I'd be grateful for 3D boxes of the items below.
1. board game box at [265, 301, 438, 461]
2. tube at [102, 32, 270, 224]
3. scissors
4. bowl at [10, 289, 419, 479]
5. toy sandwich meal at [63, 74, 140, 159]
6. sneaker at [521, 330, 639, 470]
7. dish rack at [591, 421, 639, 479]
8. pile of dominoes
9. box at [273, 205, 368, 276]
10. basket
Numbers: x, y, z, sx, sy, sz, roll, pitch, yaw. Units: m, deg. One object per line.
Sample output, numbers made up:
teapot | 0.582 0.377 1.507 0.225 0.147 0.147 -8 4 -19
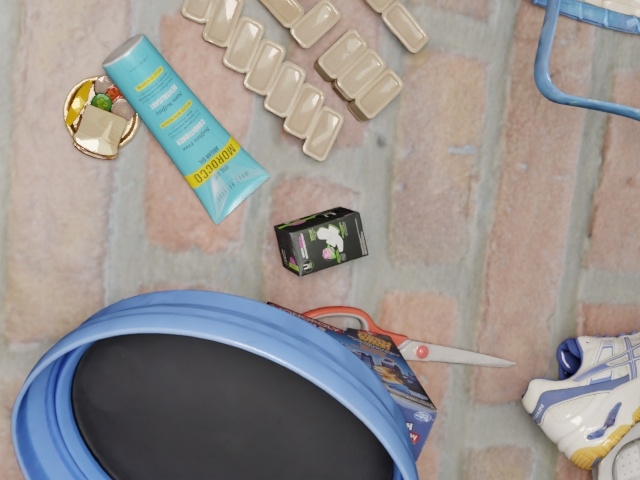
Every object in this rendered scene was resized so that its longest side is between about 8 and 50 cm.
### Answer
board game box | 0.019 0.135 0.927 0.194 0.194 0.060 21 100 0
tube | -0.140 -0.116 0.913 0.080 0.052 0.207 -41 118 -5
scissors | 0.105 0.121 1.046 0.297 0.021 0.109 -5 97 -18
bowl | -0.096 0.211 0.839 0.390 0.077 0.391 7 126 10
toy sandwich meal | -0.221 -0.125 0.889 0.085 0.029 0.086 -3 98 -20
sneaker | 0.374 0.151 1.102 0.296 0.112 0.131 -31 62 -34
dish rack | 0.508 0.338 1.197 0.332 0.072 0.286 -16 101 -17
pile of dominoes | -0.020 -0.234 0.959 0.196 0.040 0.251 -45 101 -9
box | 0.000 0.000 0.970 0.083 0.062 0.052 -17 104 -18
basket | 0.368 -0.271 0.988 0.254 0.201 0.289 12 78 -21
